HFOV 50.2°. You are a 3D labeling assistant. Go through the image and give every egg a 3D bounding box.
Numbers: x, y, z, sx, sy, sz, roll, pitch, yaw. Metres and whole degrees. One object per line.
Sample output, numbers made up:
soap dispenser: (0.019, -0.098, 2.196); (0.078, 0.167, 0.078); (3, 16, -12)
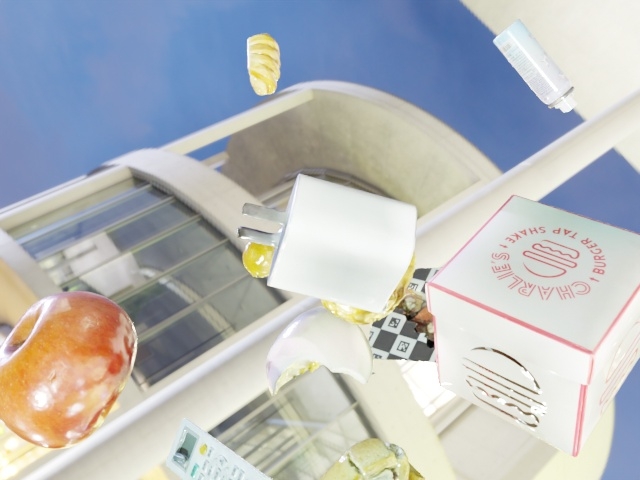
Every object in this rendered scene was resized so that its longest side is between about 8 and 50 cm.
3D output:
egg: (-0.010, 0.240, 1.602); (0.271, 0.206, 0.161); (-6, -64, 26)

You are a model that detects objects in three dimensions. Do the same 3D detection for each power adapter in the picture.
power adapter: (0.000, 0.000, 1.049); (0.255, 0.124, 0.187); (15, -39, -5)

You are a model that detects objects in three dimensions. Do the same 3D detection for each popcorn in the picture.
popcorn: (0.095, 0.056, 1.516); (0.250, 0.250, 0.190); (45, -10, 22)

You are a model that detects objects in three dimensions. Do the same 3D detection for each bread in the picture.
bread: (0.064, 0.341, 0.925); (0.118, 0.156, 0.064); (27, 14, -18)
bread: (-0.156, -0.490, 1.905); (0.119, 0.084, 0.177); (67, 20, -63)

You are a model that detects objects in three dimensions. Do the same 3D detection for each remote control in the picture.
remote control: (-0.192, 0.443, 1.302); (0.293, 0.051, 0.103); (17, -96, 43)

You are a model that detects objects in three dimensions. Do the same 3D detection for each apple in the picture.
apple: (-0.439, 0.213, 1.173); (0.206, 0.271, 0.252); (38, -33, -20)

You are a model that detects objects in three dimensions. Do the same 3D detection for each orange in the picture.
orange: (-0.131, 0.036, 1.524); (0.085, 0.085, 0.095); (4, -100, 53)

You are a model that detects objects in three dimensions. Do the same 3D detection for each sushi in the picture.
sushi: (0.324, 0.231, 2.015); (0.340, 0.319, 0.068); (-3, -36, 28)

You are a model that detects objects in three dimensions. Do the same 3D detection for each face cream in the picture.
face cream: (0.485, -0.381, 1.519); (0.229, 0.075, 0.075); (50, -32, -3)

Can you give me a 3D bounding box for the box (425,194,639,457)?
box: (0.416, 0.148, 1.273); (0.315, 0.312, 0.299); (24, -39, 36)
